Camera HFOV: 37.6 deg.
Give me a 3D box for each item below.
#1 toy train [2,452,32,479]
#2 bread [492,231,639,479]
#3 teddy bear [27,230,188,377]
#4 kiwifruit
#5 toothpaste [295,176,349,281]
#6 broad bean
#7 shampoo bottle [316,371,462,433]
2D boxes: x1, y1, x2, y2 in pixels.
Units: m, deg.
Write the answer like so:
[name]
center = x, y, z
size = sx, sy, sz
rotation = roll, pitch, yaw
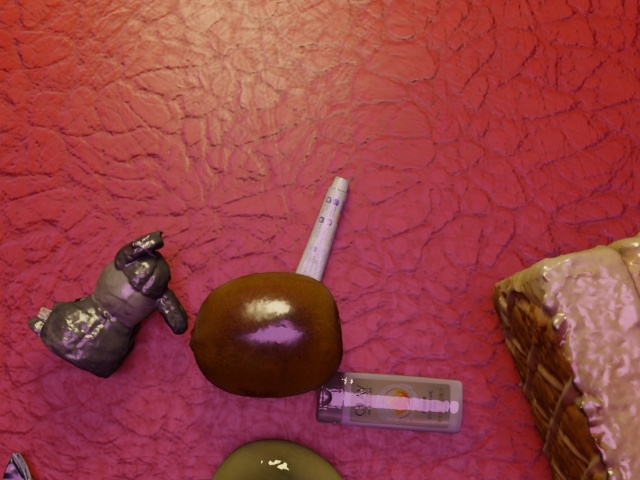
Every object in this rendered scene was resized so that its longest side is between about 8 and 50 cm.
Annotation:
[toy train]
center = -0.468, 0.459, 1.459
size = 0.055, 0.048, 0.251
rotation = -2, 76, -11
[bread]
center = 0.437, 0.187, 1.345
size = 0.279, 0.390, 0.371
rotation = -20, 81, 1
[teddy bear]
center = -0.305, 0.109, 1.472
size = 0.251, 0.144, 0.171
rotation = -41, 105, -5
[kiwifruit]
center = -0.083, 0.146, 1.437
size = 0.234, 0.196, 0.195
rotation = -7, 82, -3
[toothpaste]
center = 0.000, 0.000, 1.538
size = 0.052, 0.033, 0.218
rotation = 19, 85, 6
[broad bean]
center = -0.058, 0.446, 1.430
size = 0.238, 0.119, 0.291
rotation = -20, 80, 7
[shampoo bottle]
center = 0.109, 0.255, 1.490
size = 0.228, 0.056, 0.086
rotation = 5, 81, 0
